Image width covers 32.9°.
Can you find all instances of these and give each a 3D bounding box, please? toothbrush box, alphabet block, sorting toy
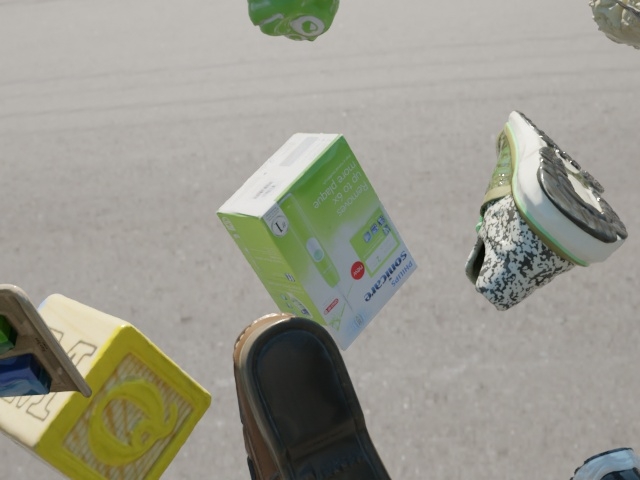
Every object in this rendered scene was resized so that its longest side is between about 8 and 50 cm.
[{"bbox_3d":[0.000,0.000,1.728,0.122,0.283,0.206,10,48,49],"label":"toothbrush box"},{"bbox_3d":[-0.298,0.209,1.406,0.197,0.192,0.193,13,63,48],"label":"alphabet block"},{"bbox_3d":[-0.387,0.092,1.110,0.229,0.307,0.041,-1,54,10],"label":"sorting toy"}]

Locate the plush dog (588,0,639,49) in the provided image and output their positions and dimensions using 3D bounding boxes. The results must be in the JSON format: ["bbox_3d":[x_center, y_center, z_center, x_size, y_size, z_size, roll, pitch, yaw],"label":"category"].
[{"bbox_3d":[0.392,-0.271,0.980,0.262,0.225,0.210,27,2,19],"label":"plush dog"}]

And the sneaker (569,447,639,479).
[{"bbox_3d":[0.337,0.372,1.306,0.100,0.271,0.108,-9,42,-15],"label":"sneaker"}]

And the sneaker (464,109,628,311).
[{"bbox_3d":[0.231,-0.032,1.295,0.182,0.158,0.410,-46,4,16],"label":"sneaker"}]

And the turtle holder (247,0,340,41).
[{"bbox_3d":[0.053,-0.297,0.781,0.320,0.227,0.243,-59,25,-3],"label":"turtle holder"}]

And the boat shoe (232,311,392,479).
[{"bbox_3d":[0.004,0.207,0.886,0.111,0.307,0.104,-12,1,-16],"label":"boat shoe"}]
